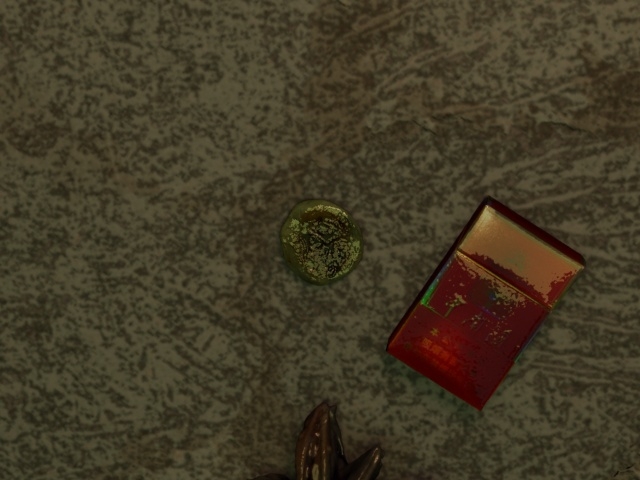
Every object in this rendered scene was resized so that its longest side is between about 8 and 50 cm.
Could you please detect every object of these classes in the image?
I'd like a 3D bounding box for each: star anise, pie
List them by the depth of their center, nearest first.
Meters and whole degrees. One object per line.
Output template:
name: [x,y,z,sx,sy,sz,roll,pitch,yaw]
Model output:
pie: [0.000,0.000,1.856,0.085,0.017,0.085,2,105,6]
star anise: [0.017,0.276,1.899,0.229,0.093,0.236,-15,99,16]

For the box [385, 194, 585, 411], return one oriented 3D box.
box: [0.154,0.060,1.838,0.112,0.048,0.175,32,107,-2]
